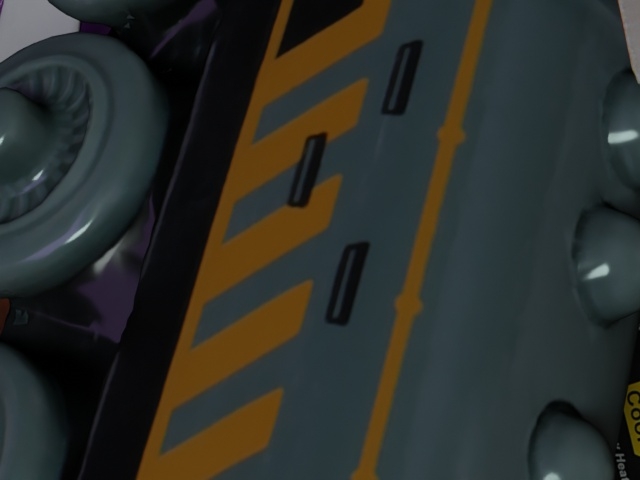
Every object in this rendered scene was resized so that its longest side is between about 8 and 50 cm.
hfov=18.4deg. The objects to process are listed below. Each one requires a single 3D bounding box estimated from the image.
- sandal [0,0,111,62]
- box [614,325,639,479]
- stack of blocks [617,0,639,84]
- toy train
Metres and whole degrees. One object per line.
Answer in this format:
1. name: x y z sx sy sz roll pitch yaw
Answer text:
1. sandal: -0.108 -0.110 0.688 0.416 0.102 0.169 -43 64 27
2. box: 0.174 0.152 0.469 0.257 0.079 0.322 -22 74 34
3. stack of blocks: 0.121 -0.179 0.470 0.087 0.171 0.297 -19 75 36
4. toy train: 0.000 0.000 0.503 0.190 0.142 0.334 -3 59 36
